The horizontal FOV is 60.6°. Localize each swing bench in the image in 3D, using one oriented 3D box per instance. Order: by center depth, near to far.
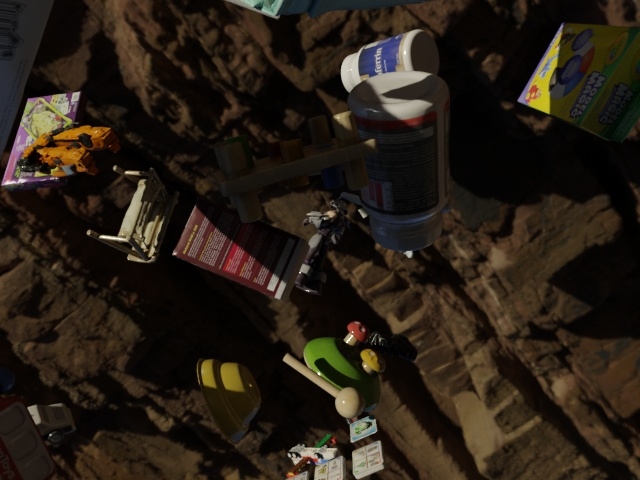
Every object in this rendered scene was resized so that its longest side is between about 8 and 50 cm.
[{"bbox_3d":[-0.598,-0.079,1.836,0.254,0.165,0.253,56,-136,-64],"label":"swing bench"}]

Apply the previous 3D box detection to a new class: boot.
[{"bbox_3d":[0.155,0.231,1.238,0.099,0.045,0.121,21,-176,-18],"label":"boot"}]

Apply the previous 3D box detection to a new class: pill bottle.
[{"bbox_3d":[0.181,-0.167,1.215,0.210,0.210,0.363,-87,-11,-53],"label":"pill bottle"},{"bbox_3d":[0.195,-0.503,1.586,0.153,0.265,0.153,-2,-88,-43],"label":"pill bottle"}]

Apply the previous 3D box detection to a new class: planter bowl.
[{"bbox_3d":[-0.201,0.360,1.300,0.217,0.090,0.217,63,180,1],"label":"planter bowl"}]

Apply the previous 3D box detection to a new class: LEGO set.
[{"bbox_3d":[0.025,0.376,0.943,0.244,0.182,0.060,-72,-43,-85],"label":"LEGO set"}]

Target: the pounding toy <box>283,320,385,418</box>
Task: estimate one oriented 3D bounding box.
[{"bbox_3d":[0.060,0.231,1.059,0.183,0.110,0.237,41,-169,17],"label":"pounding toy"}]

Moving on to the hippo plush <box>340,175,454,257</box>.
[{"bbox_3d":[0.257,-0.055,1.578,0.234,0.294,0.236,48,160,47],"label":"hippo plush"}]

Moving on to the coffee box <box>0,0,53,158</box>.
[{"bbox_3d":[-0.619,-0.309,0.693,0.334,0.337,0.338,44,-152,13],"label":"coffee box"}]

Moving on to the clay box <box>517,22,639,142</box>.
[{"bbox_3d":[0.356,-0.215,0.723,0.053,0.127,0.222,22,-161,-12],"label":"clay box"}]

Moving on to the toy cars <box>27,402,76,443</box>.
[{"bbox_3d":[-0.788,0.426,1.297,0.176,0.394,0.087,-76,-12,-61],"label":"toy cars"}]

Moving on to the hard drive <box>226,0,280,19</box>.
[{"bbox_3d":[-0.180,-0.475,0.776,0.319,0.210,0.040,16,-158,-13],"label":"hard drive"}]

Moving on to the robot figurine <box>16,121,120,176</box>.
[{"bbox_3d":[-0.718,-0.249,1.546,0.211,0.291,0.085,-61,-38,-36],"label":"robot figurine"}]

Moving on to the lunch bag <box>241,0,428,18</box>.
[{"bbox_3d":[-0.005,-0.310,0.453,0.223,0.160,0.262,-23,-88,-39],"label":"lunch bag"}]

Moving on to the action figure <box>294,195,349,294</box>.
[{"bbox_3d":[0.000,0.000,1.511,0.285,0.099,0.185,-64,-34,-12],"label":"action figure"}]

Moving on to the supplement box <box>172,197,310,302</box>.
[{"bbox_3d":[-0.156,0.019,1.099,0.239,0.130,0.073,22,172,10],"label":"supplement box"}]

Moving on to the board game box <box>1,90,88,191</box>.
[{"bbox_3d":[-0.889,-0.325,1.778,0.056,0.208,0.346,73,-164,-63],"label":"board game box"}]

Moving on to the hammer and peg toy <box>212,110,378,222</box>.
[{"bbox_3d":[-0.063,-0.146,0.992,0.361,0.266,0.127,-139,33,-73],"label":"hammer and peg toy"}]

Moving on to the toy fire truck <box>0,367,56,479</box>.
[{"bbox_3d":[-0.623,0.347,0.943,0.302,0.169,0.254,66,-154,-5],"label":"toy fire truck"}]
